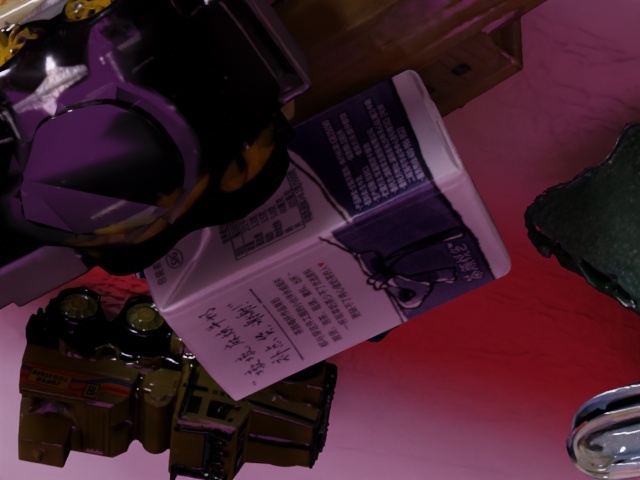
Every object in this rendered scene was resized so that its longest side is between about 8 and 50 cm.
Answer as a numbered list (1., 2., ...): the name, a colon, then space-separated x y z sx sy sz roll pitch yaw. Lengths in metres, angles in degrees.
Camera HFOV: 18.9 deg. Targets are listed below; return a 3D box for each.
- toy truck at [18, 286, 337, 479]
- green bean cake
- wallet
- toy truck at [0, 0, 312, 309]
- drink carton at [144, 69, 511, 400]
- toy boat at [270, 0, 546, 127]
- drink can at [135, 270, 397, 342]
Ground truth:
1. toy truck: -0.119 0.133 1.579 0.257 0.127 0.127 7 133 -1
2. green bean cake: 0.270 -0.038 1.343 0.107 0.193 0.208 27 99 -39
3. wallet: 0.295 0.126 1.426 0.176 0.250 0.075 -13 86 21
4. toy truck: -0.206 -0.071 1.258 0.405 0.254 0.180 -28 122 14
5. drink carton: 0.000 0.001 1.301 0.222 0.102 0.134 -26 145 5
6. toy boat: 0.074 -0.144 1.303 0.321 0.089 0.121 -27 129 29
7. drink can: -0.032 0.003 1.441 0.205 0.118 0.118 12 134 -2
